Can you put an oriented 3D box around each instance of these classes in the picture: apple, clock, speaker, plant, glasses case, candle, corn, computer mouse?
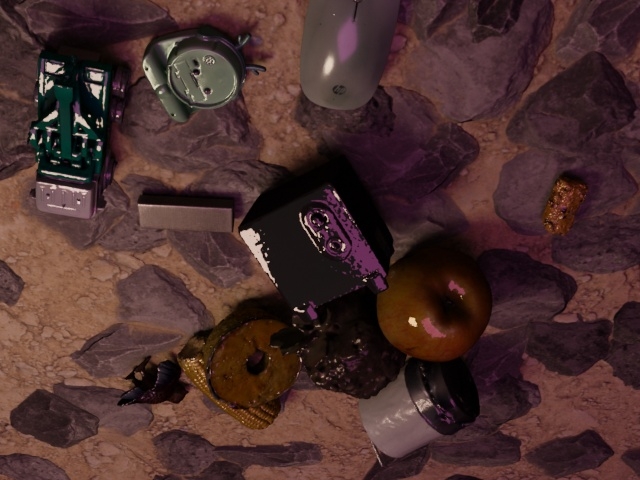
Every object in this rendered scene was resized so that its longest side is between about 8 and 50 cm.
[{"bbox_3d":[0.254,0.142,1.746,0.264,0.264,0.264,1,133,1],"label":"apple"},{"bbox_3d":[-0.211,-0.316,1.462,0.210,0.066,0.159,-15,132,14],"label":"clock"},{"bbox_3d":[0.000,0.000,1.633,0.232,0.184,0.254,-24,109,22],"label":"speaker"},{"bbox_3d":[0.035,0.229,1.858,0.312,0.213,0.215,33,107,-31],"label":"plant"},{"bbox_3d":[-0.290,-0.060,1.717,0.204,0.047,0.071,3,129,-1],"label":"glasses case"},{"bbox_3d":[0.231,0.432,2.057,0.221,0.221,0.342,36,126,-29],"label":"candle"},{"bbox_3d":[-0.239,0.373,2.073,0.131,0.131,0.344,-26,126,23],"label":"corn"},{"bbox_3d":[0.047,-0.355,1.399,0.159,0.097,0.289,10,133,-5],"label":"computer mouse"}]

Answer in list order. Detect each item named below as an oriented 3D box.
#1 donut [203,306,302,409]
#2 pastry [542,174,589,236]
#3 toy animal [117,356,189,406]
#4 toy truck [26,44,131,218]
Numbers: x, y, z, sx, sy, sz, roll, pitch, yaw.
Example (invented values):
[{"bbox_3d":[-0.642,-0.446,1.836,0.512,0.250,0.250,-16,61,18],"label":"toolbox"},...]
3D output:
[{"bbox_3d":[-0.172,0.282,1.944,0.271,0.107,0.272,-13,121,-22],"label":"donut"},{"bbox_3d":[0.516,-0.074,1.684,0.079,0.056,0.140,5,127,-14],"label":"pastry"},{"bbox_3d":[-0.440,0.406,2.113,0.179,0.116,0.218,35,118,-27],"label":"toy animal"},{"bbox_3d":[-0.470,-0.206,1.499,0.176,0.178,0.364,11,135,-9],"label":"toy truck"}]
